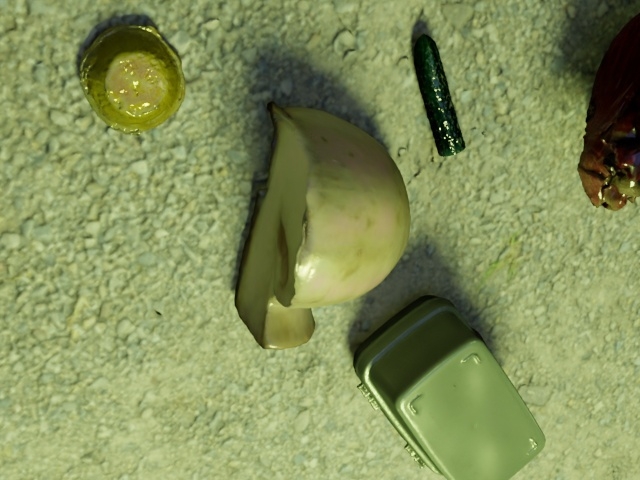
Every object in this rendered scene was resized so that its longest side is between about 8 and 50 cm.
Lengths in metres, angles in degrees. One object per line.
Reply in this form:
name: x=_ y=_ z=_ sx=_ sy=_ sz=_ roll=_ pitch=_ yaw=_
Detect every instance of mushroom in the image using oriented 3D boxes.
mushroom: x=0.028 y=0.003 z=0.928 sx=0.173 sy=0.162 sz=0.236 roll=6 pitch=107 yaw=-21

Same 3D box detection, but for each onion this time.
onion: x=0.416 y=-0.125 z=0.982 sx=0.280 sy=0.221 sz=0.281 roll=3 pitch=76 yaw=-11

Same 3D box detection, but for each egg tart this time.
egg tart: x=-0.173 y=-0.148 z=0.869 sx=0.105 sy=0.039 sz=0.105 roll=-6 pitch=110 yaw=-17

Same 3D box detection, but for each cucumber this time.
cucumber: x=0.122 y=-0.153 z=0.982 sx=0.032 sy=0.032 sz=0.133 roll=-25 pitch=116 yaw=-11

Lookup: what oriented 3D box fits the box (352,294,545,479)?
box: x=0.144 y=0.179 z=1.050 sx=0.148 sy=0.129 sz=0.210 roll=-38 pitch=118 yaw=-4
